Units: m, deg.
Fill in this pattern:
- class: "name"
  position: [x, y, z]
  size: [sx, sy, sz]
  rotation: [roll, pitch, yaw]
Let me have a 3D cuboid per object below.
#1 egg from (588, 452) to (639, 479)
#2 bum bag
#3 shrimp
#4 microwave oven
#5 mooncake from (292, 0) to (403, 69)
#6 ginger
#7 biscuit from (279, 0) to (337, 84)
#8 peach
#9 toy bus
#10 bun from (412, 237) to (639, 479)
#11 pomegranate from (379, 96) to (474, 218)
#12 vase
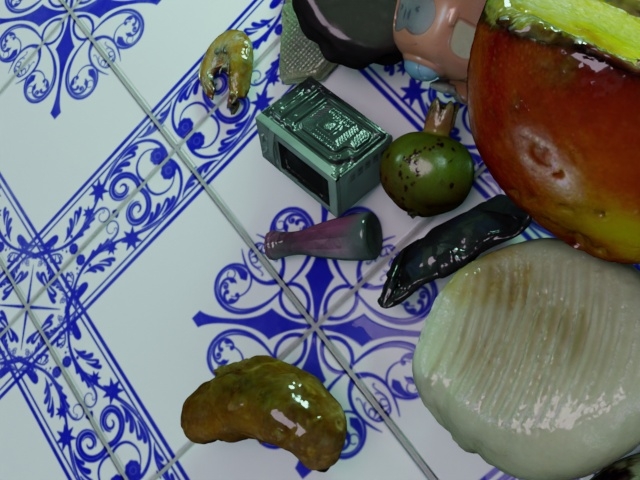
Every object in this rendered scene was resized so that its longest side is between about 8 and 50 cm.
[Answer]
- class: "egg"
  position: [0.503, 0.417, 0.886]
  size: [0.379, 0.287, 0.288]
  rotation: [11, 84, 13]
- class: "bum bag"
  position: [0.218, 0.013, 1.183]
  size: [0.310, 0.137, 0.074]
  rotation: [-32, 111, 13]
- class: "shrimp"
  position: [-0.191, -0.346, 1.468]
  size: [0.132, 0.051, 0.188]
  rotation: [-17, 66, 32]
- class: "microwave oven"
  position: [0.007, -0.172, 1.275]
  size: [0.162, 0.122, 0.208]
  rotation: [-40, 64, -19]
- class: "mooncake"
  position: [0.089, -0.447, 1.285]
  size: [0.282, 0.141, 0.283]
  rotation: [0, 87, -1]
- class: "ginger"
  position: [-0.096, 0.289, 1.239]
  size: [0.321, 0.165, 0.173]
  rotation: [4, 74, 30]
- class: "biscuit"
  position: [-0.008, -0.434, 1.398]
  size: [0.150, 0.052, 0.253]
  rotation: [-1, 80, 23]
- class: "peach"
  position: [0.373, -0.170, 0.924]
  size: [0.353, 0.339, 0.417]
  rotation: [-31, 103, 29]
- class: "toy bus"
  position: [0.241, -0.348, 1.156]
  size: [0.194, 0.287, 0.232]
  rotation: [43, 112, 56]
- class: "bun"
  position: [0.330, 0.178, 1.043]
  size: [0.365, 0.219, 0.365]
  rotation: [-15, 54, 21]
- class: "pomegranate"
  position: [0.183, -0.136, 1.201]
  size: [0.159, 0.159, 0.205]
  rotation: [18, 99, 25]
- class: "vase"
  position: [0.000, 0.000, 1.299]
  size: [0.214, 0.086, 0.086]
  rotation: [-5, 78, 27]
